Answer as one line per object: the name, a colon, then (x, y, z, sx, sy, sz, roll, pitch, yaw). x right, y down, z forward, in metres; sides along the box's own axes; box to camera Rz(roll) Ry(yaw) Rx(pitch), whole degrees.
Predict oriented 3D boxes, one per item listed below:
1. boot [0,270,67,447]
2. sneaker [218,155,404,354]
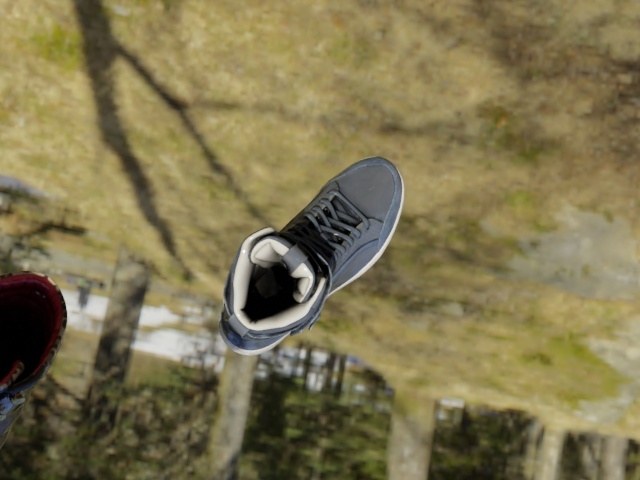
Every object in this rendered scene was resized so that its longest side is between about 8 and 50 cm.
boot: (-0.412, 0.216, 1.235, 0.138, 0.377, 0.284, 35, 126, -2)
sneaker: (0.001, 0.002, 0.998, 0.086, 0.226, 0.163, 40, 168, 6)
